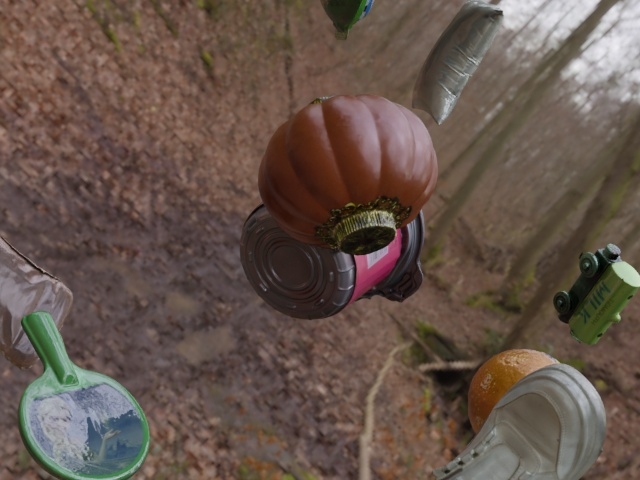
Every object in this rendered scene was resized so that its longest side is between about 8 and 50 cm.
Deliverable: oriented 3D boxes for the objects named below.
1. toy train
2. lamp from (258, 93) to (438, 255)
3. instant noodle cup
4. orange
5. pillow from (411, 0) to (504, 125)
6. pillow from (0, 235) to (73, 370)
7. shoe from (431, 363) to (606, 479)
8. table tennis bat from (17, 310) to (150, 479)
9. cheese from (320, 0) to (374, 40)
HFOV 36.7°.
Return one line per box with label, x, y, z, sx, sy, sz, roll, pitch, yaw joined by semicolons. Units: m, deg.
toy train;0.657;0.134;2.288;0.105;0.253;0.157;-5;48;-33
lamp;0.034;-0.083;1.183;0.223;0.223;0.196;47;25;-62
instant noodle cup;0.000;0.000;1.391;0.302;0.258;0.181;39;38;8
orange;0.316;0.256;1.495;0.177;0.177;0.155;46;-3;-22
pillow;0.262;-0.347;1.867;0.078;0.254;0.144;22;18;-28
pillow;-0.418;0.067;1.257;0.034;0.135;0.211;-5;-43;42
shoe;0.186;0.274;1.071;0.159;0.316;0.124;-13;44;-37
table tennis bat;-0.304;0.189;1.179;0.160;0.039;0.257;-3;48;-43
cheese;0.060;-0.505;1.654;0.083;0.320;0.204;7;12;-18
